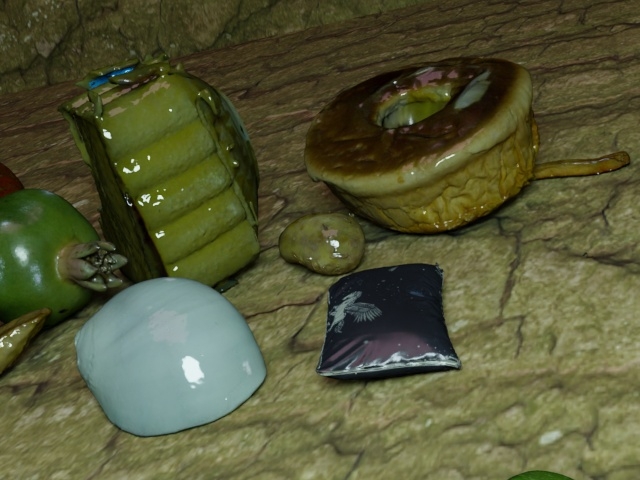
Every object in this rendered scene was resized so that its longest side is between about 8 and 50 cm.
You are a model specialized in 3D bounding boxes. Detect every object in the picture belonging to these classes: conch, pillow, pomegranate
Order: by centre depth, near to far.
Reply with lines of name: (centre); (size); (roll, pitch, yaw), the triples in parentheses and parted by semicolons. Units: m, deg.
pillow: (0.067, 0.083, 1.099); (0.141, 0.055, 0.208); (-6, 24, 4)
conch: (-0.166, 0.121, 1.114); (0.221, 0.121, 0.184); (7, 60, 36)
pomegranate: (-0.350, 0.028, 1.356); (0.225, 0.187, 0.187); (1, 28, 34)

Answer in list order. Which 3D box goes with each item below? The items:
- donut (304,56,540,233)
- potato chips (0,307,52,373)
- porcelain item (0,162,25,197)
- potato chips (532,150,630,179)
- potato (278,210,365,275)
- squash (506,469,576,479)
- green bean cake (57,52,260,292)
donut: (0.145, -0.129, 1.407); (0.330, 0.160, 0.330); (-21, 34, 15)
potato chips: (-0.509, 0.177, 1.245); (0.407, 0.080, 0.057); (-18, 7, -12)
porcelain item: (-0.546, -0.013, 1.597); (0.253, 0.252, 0.253); (-14, 22, 6)
potato chips: (0.305, -0.095, 1.395); (0.204, 0.026, 0.037); (-7, 19, 24)
potato: (0.000, 0.000, 1.318); (0.092, 0.070, 0.138); (-28, 24, -30)
squash: (0.180, 0.214, 0.677); (0.077, 0.068, 0.219); (-4, 19, -13)
green bean cake: (-0.205, -0.098, 1.377); (0.202, 0.309, 0.285); (-27, 26, -20)
